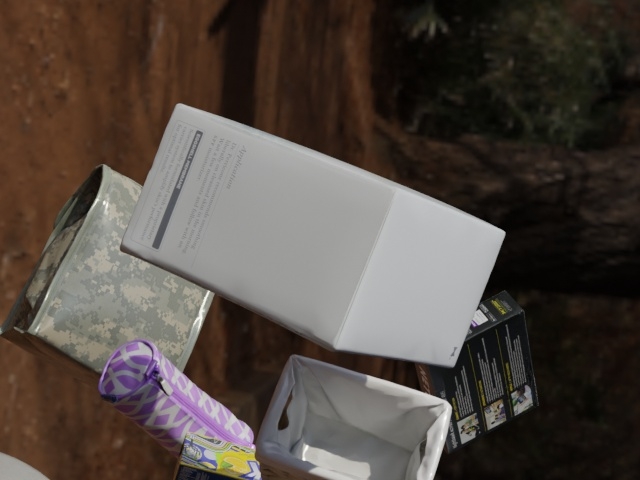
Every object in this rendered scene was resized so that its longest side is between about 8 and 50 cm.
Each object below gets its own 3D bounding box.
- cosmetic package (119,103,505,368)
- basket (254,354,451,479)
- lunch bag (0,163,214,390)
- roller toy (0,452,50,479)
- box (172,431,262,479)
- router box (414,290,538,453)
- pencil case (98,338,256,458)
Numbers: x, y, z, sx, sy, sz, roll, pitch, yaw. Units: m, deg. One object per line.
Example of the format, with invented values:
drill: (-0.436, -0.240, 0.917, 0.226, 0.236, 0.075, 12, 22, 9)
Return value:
cosmetic package: (0.000, 0.000, 1.104, 0.224, 0.225, 0.138, 16, 97, -60)
basket: (0.029, 0.199, 1.265, 0.103, 0.167, 0.113, 96, 13, -59)
lunch bag: (-0.284, 0.063, 1.879, 0.169, 0.235, 0.287, -9, -128, 60)
roller toy: (-0.224, 0.218, 0.751, 0.146, 0.209, 0.191, -144, -109, -87)
box: (-0.076, 0.267, 1.438, 0.059, 0.169, 0.054, -85, -167, -60)
router box: (0.186, 0.160, 1.566, 0.046, 0.133, 0.179, 52, -16, 46)
pencil case: (-0.161, 0.192, 1.490, 0.206, 0.088, 0.086, 46, 47, -40)
